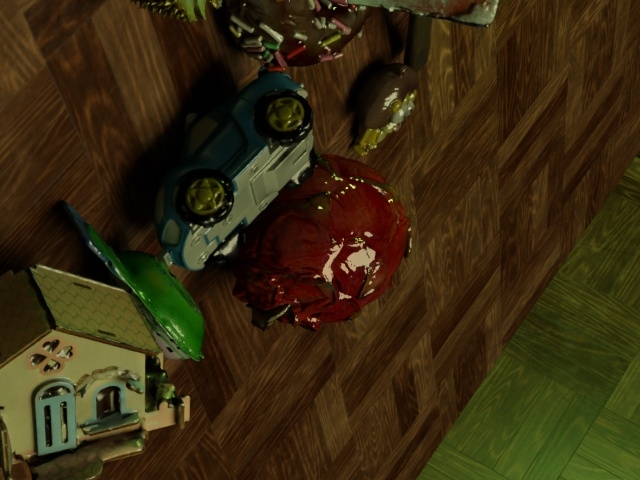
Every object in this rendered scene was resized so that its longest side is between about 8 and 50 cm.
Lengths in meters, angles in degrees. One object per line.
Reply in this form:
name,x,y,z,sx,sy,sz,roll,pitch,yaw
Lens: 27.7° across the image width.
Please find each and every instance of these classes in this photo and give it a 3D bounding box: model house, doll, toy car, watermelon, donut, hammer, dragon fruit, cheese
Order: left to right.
model house,-0.320,0.158,1.584,0.326,0.169,0.244,-11,130,-21
cheese,-0.248,0.061,1.758,0.083,0.204,0.320,-39,136,0
toy car,-0.132,-0.102,1.823,0.314,0.166,0.198,-47,163,-12
donut,-0.028,-0.374,1.796,0.259,0.136,0.345,-53,153,-27
dragon fruit,0.000,0.000,2.081,0.342,0.277,0.277,-48,153,-25
doll,0.117,-0.234,2.290,0.145,0.096,0.188,-43,161,-22
hammer,0.161,-0.383,2.115,0.168,0.044,0.440,-32,165,-8
watermelon,0.216,-0.400,1.783,0.319,0.214,0.289,-1,144,-44

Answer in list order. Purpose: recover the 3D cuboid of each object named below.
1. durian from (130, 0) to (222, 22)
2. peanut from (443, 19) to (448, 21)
durian,-0.178,-0.368,1.510,0.237,0.137,0.194,-104,-154,-58
peanut,0.220,-0.448,2.224,0.111,0.125,0.274,-48,157,6
